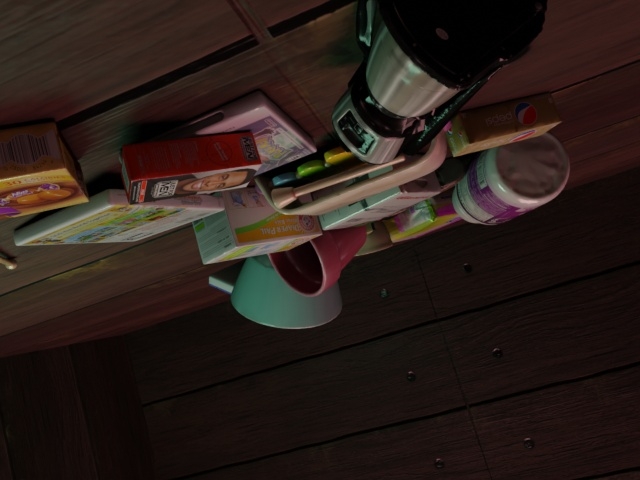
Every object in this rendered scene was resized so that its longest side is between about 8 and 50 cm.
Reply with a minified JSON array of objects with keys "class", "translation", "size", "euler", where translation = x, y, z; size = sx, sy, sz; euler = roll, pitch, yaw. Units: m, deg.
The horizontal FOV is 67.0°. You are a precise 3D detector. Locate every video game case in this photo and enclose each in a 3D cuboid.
[{"class":"video game case","translation":[-0.117,-0.113,0.618],"size":[0.183,0.023,0.201],"euler":[-19,172,14]},{"class":"video game case","translation":[-0.296,-0.031,0.726],"size":[0.227,0.026,0.206],"euler":[-15,174,30]}]

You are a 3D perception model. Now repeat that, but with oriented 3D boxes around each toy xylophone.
[{"class":"toy xylophone","translation":[0.050,-0.112,0.733],"size":[0.323,0.081,0.236],"euler":[-19,175,13]}]

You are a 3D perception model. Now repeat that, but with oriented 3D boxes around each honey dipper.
[{"class":"honey dipper","translation":[-0.504,0.027,0.752],"size":[0.030,0.030,0.161],"euler":[-14,176,-20]}]

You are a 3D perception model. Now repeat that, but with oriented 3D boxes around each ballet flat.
[{"class":"ballet flat","translation":[0.209,-0.116,1.102],"size":[0.250,0.084,0.058],"euler":[-24,170,8]}]

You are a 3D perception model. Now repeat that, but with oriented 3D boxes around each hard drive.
[{"class":"hard drive","translation":[-0.143,0.138,1.450],"size":[0.319,0.040,0.210],"euler":[19,-156,27]}]

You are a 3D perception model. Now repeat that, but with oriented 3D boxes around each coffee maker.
[{"class":"coffee maker","translation":[0.107,-0.158,0.438],"size":[0.171,0.120,0.178],"euler":[-16,173,-15]}]

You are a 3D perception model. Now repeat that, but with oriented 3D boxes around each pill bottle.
[{"class":"pill bottle","translation":[0.406,-0.128,1.091],"size":[0.169,0.169,0.301],"euler":[-16,172,-5]}]

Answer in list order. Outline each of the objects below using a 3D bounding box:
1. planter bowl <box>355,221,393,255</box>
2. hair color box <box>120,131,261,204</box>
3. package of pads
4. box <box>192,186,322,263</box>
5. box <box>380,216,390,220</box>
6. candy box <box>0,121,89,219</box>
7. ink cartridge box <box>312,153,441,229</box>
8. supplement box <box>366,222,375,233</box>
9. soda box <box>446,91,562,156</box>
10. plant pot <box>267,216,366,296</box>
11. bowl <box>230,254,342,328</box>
[{"class":"planter bowl","translation":[0.115,-0.022,1.367],"size":[0.162,0.109,0.162],"euler":[-13,-177,1]},{"class":"hair color box","translation":[-0.145,-0.081,0.543],"size":[0.141,0.043,0.072],"euler":[-13,170,-26]},{"class":"package of pads","translation":[0.301,-0.070,1.508],"size":[0.229,0.101,0.296],"euler":[-11,170,-38]},{"class":"box","translation":[-0.113,-0.033,0.884],"size":[0.203,0.103,0.114],"euler":[-9,169,-45]},{"class":"box","translation":[0.171,-0.085,1.308],"size":[0.083,0.052,0.062],"euler":[-10,169,-46]},{"class":"candy box","translation":[-0.334,-0.054,0.459],"size":[0.187,0.053,0.109],"euler":[-16,172,-18]},{"class":"ink cartridge box","translation":[0.112,-0.097,0.977],"size":[0.208,0.086,0.153],"euler":[-23,169,40]},{"class":"supplement box","translation":[0.087,-0.049,1.265],"size":[0.083,0.083,0.056],"euler":[-16,172,-11]},{"class":"soda box","translation":[0.306,-0.196,0.818],"size":[0.181,0.058,0.061],"euler":[-16,172,-13]},{"class":"plant pot","translation":[0.000,0.000,1.105],"size":[0.180,0.201,0.201],"euler":[-31,-179,-36]},{"class":"bowl","translation":[-0.083,0.090,1.314],"size":[0.312,0.163,0.311],"euler":[6,-158,-3]}]
